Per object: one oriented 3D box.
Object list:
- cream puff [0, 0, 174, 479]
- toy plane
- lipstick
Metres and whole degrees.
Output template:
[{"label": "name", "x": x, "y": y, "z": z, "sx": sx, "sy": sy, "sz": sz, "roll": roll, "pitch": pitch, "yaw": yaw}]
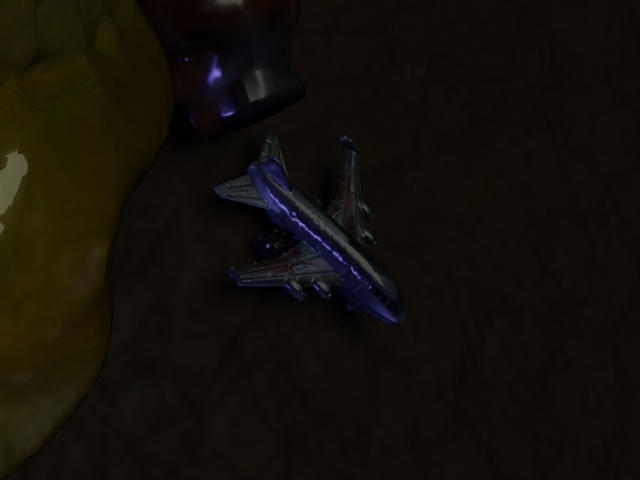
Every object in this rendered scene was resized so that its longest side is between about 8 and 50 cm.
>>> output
[{"label": "cream puff", "x": -0.196, "y": 0.026, "z": 0.411, "sx": 0.324, "sy": 0.291, "sz": 0.257, "roll": -1, "pitch": 98, "yaw": -52}, {"label": "toy plane", "x": 0.000, "y": 0.000, "z": 0.679, "sx": 0.083, "sy": 0.031, "sz": 0.078, "roll": 49, "pitch": 56, "yaw": -11}, {"label": "lipstick", "x": -0.109, "y": -0.233, "z": 0.655, "sx": 0.077, "sy": 0.077, "sz": 0.418, "roll": -24, "pitch": 91, "yaw": -36}]
